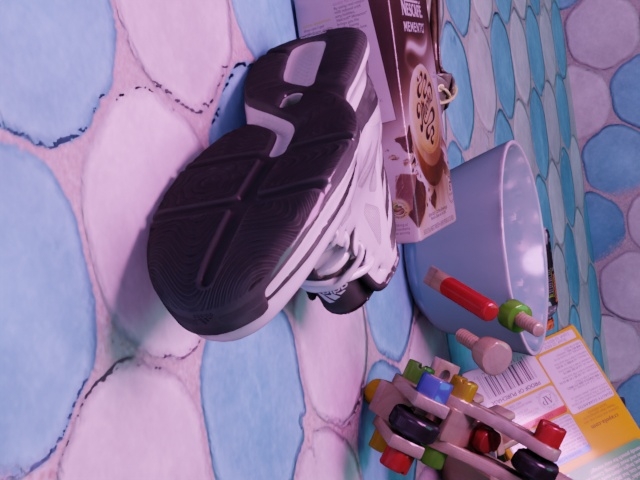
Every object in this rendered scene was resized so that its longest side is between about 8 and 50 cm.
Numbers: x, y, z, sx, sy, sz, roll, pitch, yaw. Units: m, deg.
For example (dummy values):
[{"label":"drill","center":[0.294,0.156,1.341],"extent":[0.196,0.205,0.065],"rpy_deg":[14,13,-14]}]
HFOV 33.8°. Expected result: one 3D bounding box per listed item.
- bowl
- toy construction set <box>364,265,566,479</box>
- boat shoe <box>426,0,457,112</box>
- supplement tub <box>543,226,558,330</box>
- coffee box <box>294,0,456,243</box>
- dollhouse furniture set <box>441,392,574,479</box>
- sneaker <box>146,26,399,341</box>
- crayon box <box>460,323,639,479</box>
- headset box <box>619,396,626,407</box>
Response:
[{"label":"bowl","center":[0.225,0.017,1.542],"extent":[0.311,0.163,0.312],"rpy_deg":[-5,90,-68]},{"label":"toy construction set","center":[0.142,0.179,1.283],"extent":[0.237,0.257,0.309],"rpy_deg":[-145,-125,-60]},{"label":"boat shoe","center":[0.143,-0.234,1.502],"extent":[0.109,0.091,0.305],"rpy_deg":[-27,109,-67]},{"label":"supplement tub","center":[0.381,0.075,1.975],"extent":[0.117,0.117,0.191],"rpy_deg":[-19,103,-67]},{"label":"coffee box","center":[0.070,-0.151,1.263],"extent":[0.168,0.118,0.297],"rpy_deg":[-24,107,-66]},{"label":"dollhouse furniture set","center":[0.214,0.355,1.433],"extent":[0.161,0.242,0.212],"rpy_deg":[-19,107,-22]},{"label":"sneaker","center":[0.001,0.000,0.986],"extent":[0.447,0.169,0.258],"rpy_deg":[-69,144,-53]},{"label":"crayon box","center":[0.362,0.309,1.543],"extent":[0.323,0.203,0.083],"rpy_deg":[61,-18,23]},{"label":"headset box","center":[0.435,0.383,1.735],"extent":[0.246,0.131,0.283],"rpy_deg":[15,70,-66]}]
